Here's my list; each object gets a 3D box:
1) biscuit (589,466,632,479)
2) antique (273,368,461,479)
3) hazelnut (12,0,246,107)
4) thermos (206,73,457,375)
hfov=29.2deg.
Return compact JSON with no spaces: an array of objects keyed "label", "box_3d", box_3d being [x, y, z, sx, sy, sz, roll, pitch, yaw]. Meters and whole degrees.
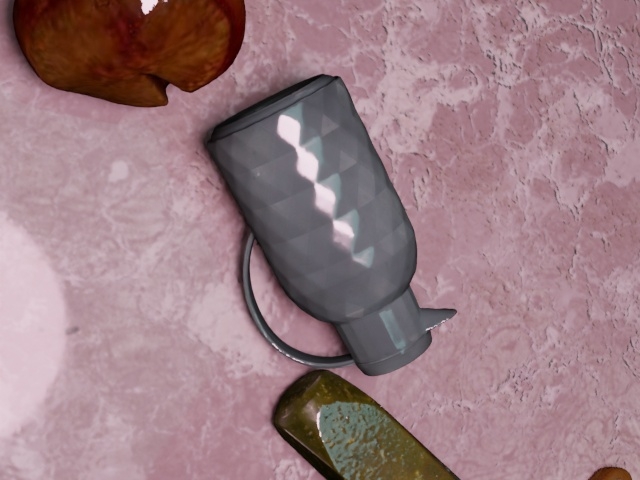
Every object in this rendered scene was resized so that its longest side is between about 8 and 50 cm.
[{"label":"biscuit","box_3d":[0.390,0.386,1.386,0.301,0.049,0.197,36,77,-20]},{"label":"antique","box_3d":[0.051,0.221,1.218,0.221,0.080,0.081,44,70,-14]},{"label":"hazelnut","box_3d":[-0.172,-0.210,1.096,0.204,0.178,0.178,-12,94,7]},{"label":"thermos","box_3d":[0.000,0.000,1.179,0.182,0.145,0.286,-24,100,8]}]
